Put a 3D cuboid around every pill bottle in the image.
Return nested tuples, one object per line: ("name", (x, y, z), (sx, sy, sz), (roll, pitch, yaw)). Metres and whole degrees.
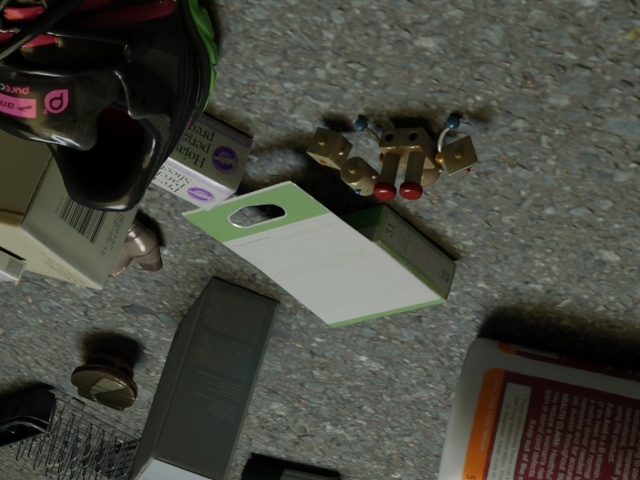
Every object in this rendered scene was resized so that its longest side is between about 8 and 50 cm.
("pill bottle", (0.331, 0.252, 1.775), (0.392, 0.224, 0.224), (12, 152, 9))

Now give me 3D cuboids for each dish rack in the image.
("dish rack", (-0.361, 0.306, 2.410), (0.271, 0.074, 0.208), (32, 149, -28))

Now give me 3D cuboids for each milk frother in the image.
("milk frother", (-0.042, 0.376, 2.361), (0.135, 0.129, 0.143), (11, -165, 11))

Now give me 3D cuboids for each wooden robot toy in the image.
("wooden robot toy", (0.077, -0.064, 1.510), (0.173, 0.076, 0.079), (1, 159, 28))

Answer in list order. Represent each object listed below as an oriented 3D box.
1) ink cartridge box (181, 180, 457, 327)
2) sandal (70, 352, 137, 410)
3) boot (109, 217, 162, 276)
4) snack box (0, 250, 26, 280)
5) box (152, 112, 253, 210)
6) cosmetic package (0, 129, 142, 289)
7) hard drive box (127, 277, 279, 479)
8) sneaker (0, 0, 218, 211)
("ink cartridge box", (0.000, 0.000, 1.679), (0.171, 0.056, 0.235), (-15, 136, 44))
("sandal", (-0.276, 0.182, 2.163), (0.090, 0.060, 0.219), (23, 166, 0))
("boot", (-0.230, 0.000, 1.825), (0.118, 0.042, 0.087), (0, 142, 26))
("snack box", (-0.359, 0.020, 1.649), (0.064, 0.022, 0.178), (29, 164, -29))
("box", (-0.220, -0.132, 1.549), (0.324, 0.063, 0.067), (28, 152, -21))
("cosmetic package", (-0.352, -0.058, 1.631), (0.309, 0.113, 0.160), (12, 162, 31))
("hard drive box", (-0.140, 0.188, 1.905), (0.089, 0.232, 0.181), (22, 152, -9))
("sneaker", (-0.197, -0.186, 1.290), (0.185, 0.202, 0.483), (5, 150, 19))
